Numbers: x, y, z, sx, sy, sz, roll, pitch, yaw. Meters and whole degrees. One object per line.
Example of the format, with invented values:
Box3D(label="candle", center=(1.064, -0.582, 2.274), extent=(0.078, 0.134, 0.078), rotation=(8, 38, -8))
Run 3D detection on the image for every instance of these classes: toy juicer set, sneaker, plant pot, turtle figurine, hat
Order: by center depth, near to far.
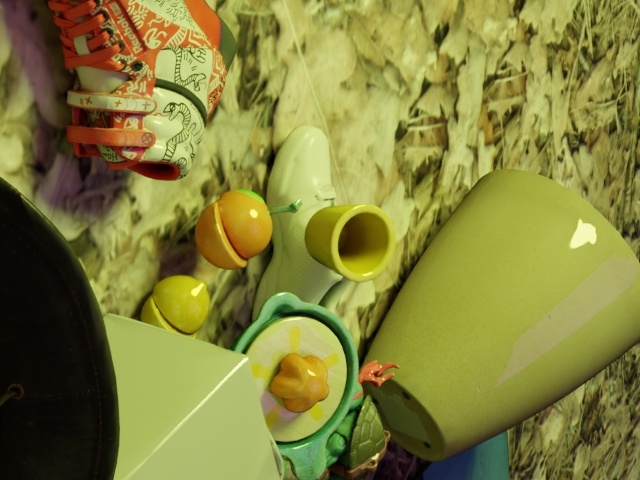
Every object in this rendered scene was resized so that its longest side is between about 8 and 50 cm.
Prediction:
Box3D(label="hat", center=(-0.268, 0.079, 0.830), extent=(0.134, 0.331, 0.331), rotation=(-114, -156, -75))
Box3D(label="sneaker", center=(-0.154, -0.144, 1.039), extent=(0.270, 0.090, 0.145), rotation=(47, 56, -57))
Box3D(label="toy juicer set", center=(-0.058, 0.113, 1.213), extent=(0.209, 0.089, 0.329), rotation=(14, 91, -34))
Box3D(label="sneaker", center=(0.000, 0.000, 1.334), extent=(0.080, 0.094, 0.212), rotation=(-1, 98, -58))
Box3D(label="turtle figurine", center=(0.008, 0.198, 1.393), extent=(0.175, 0.118, 0.234), rotation=(-44, 139, -46))
Box3D(label="plant pot", center=(0.176, 0.105, 1.549), extent=(0.274, 0.256, 0.256), rotation=(-42, 135, -25))

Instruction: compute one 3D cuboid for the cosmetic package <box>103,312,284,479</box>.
Box3D(label="cosmetic package", center=(-0.193, 0.251, 0.999), extent=(0.385, 0.156, 0.217), rotation=(-43, 134, -42))

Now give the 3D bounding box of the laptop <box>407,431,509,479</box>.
Box3D(label="laptop", center=(0.239, 0.446, 1.736), extent=(0.236, 0.408, 0.382), rotation=(-16, 116, -20))
